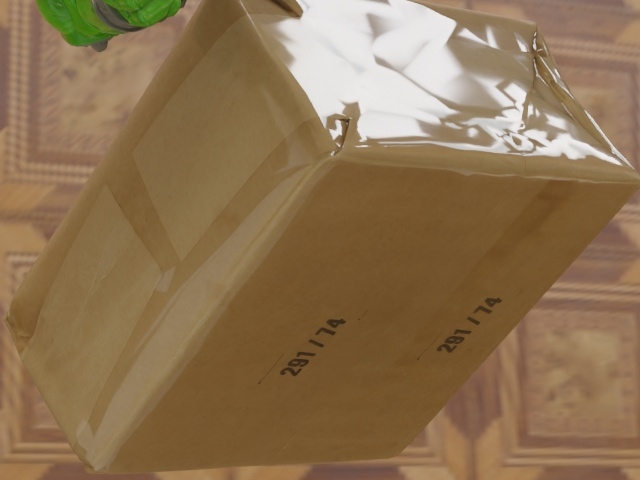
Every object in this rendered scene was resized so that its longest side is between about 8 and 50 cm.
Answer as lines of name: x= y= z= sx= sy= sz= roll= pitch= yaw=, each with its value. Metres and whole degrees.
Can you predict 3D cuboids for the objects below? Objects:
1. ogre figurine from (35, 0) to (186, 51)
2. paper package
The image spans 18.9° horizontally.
ogre figurine: x=-0.133 y=-0.162 z=0.856 sx=0.197 sy=0.118 sz=0.097 roll=35 pitch=69 yaw=0
paper package: x=0.000 y=0.000 z=1.318 sx=0.309 sy=0.325 sz=0.168 roll=3 pitch=45 yaw=-41
